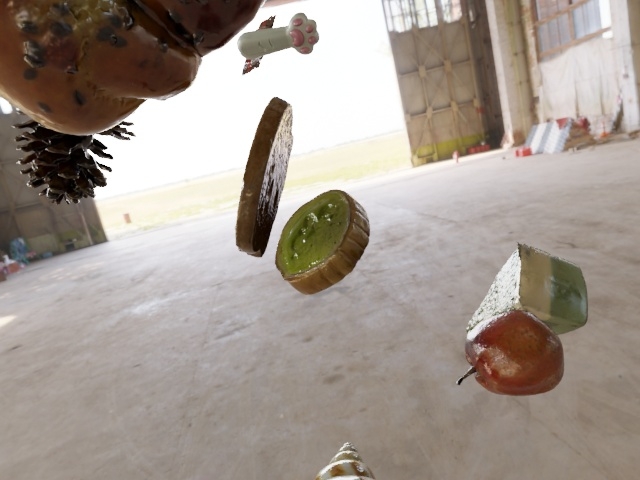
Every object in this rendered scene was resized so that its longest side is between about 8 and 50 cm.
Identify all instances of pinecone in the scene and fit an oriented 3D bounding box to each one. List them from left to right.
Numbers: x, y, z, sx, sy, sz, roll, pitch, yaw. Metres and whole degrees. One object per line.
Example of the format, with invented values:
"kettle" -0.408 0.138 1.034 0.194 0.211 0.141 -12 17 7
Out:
"pinecone" -0.536 -0.216 1.011 0.246 0.293 0.246 14 6 -2

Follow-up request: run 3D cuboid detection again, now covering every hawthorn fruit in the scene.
"hawthorn fruit" 0.334 0.216 0.847 0.193 0.157 0.157 -24 10 1

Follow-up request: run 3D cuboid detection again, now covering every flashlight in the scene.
"flashlight" -0.102 -0.470 1.087 0.200 0.093 0.048 -6 42 12

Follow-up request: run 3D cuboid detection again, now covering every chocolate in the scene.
"chocolate" -0.168 -0.526 1.247 0.086 0.183 0.028 0 -24 46

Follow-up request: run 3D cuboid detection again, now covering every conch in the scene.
"conch" 0.048 0.428 0.713 0.148 0.183 0.275 -23 20 -13

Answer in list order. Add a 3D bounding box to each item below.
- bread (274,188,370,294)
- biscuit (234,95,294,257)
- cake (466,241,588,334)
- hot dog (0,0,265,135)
"bread" 0.000 0.000 0.999 0.236 0.070 0.236 -28 43 30
"biscuit" -0.100 -0.109 0.834 0.049 0.273 0.257 15 -8 2
"cake" 0.448 0.179 1.037 0.157 0.284 0.172 21 34 0
"hot dog" -0.220 -0.285 0.390 0.367 0.365 0.196 -37 49 7
